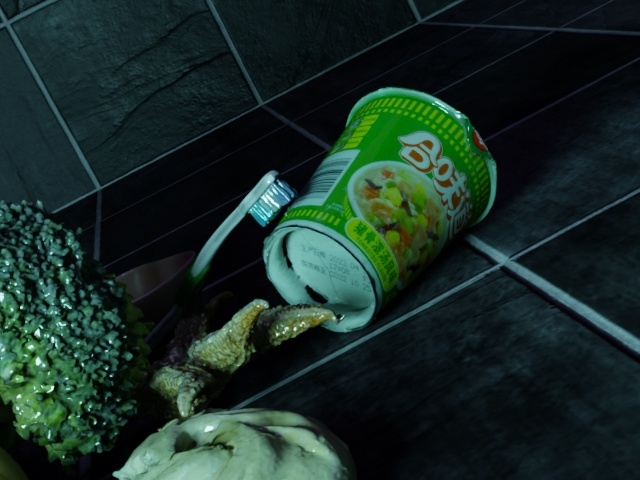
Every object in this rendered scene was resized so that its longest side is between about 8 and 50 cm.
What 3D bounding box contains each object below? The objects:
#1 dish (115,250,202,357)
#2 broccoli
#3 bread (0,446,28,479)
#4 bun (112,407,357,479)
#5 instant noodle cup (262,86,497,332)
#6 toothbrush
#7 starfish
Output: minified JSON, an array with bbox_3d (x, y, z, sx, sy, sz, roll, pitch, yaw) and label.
[{"bbox_3d":[-0.245,0.103,1.515,0.213,0.090,0.213,-24,13,6],"label":"dish"},{"bbox_3d":[-0.321,0.135,1.143,0.275,0.397,0.353,-34,39,-30],"label":"broccoli"},{"bbox_3d":[-0.456,0.287,0.953,0.424,0.245,0.329,-32,15,-4],"label":"bread"},{"bbox_3d":[-0.093,0.201,0.874,0.237,0.116,0.210,-28,14,-8],"label":"bun"},{"bbox_3d":[0.058,-0.028,1.263,0.207,0.207,0.232,-11,28,46],"label":"instant noodle cup"},{"bbox_3d":[-0.153,0.056,1.304,0.418,0.040,0.042,-45,-3,37],"label":"toothbrush"},{"bbox_3d":[-0.107,0.122,1.181,0.301,0.084,0.293,-40,8,-38],"label":"starfish"}]
